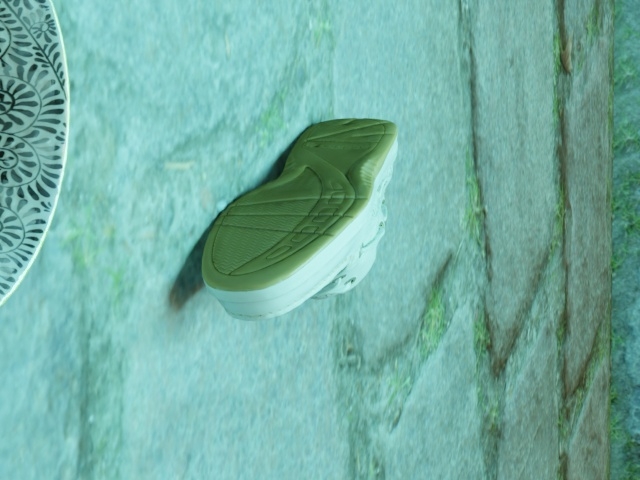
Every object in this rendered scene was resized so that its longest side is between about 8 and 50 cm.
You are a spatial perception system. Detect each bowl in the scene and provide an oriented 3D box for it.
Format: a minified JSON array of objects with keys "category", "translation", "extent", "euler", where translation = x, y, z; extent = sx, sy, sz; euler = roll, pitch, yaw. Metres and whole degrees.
[{"category":"bowl","translation":[-0.177,-0.049,0.558],"extent":[0.170,0.080,0.170],"euler":[6,90,-68]}]

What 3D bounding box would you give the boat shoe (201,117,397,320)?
[{"category":"boat shoe","translation":[0.000,0.000,1.002],"extent":[0.277,0.098,0.096],"euler":[-50,140,-57]}]
